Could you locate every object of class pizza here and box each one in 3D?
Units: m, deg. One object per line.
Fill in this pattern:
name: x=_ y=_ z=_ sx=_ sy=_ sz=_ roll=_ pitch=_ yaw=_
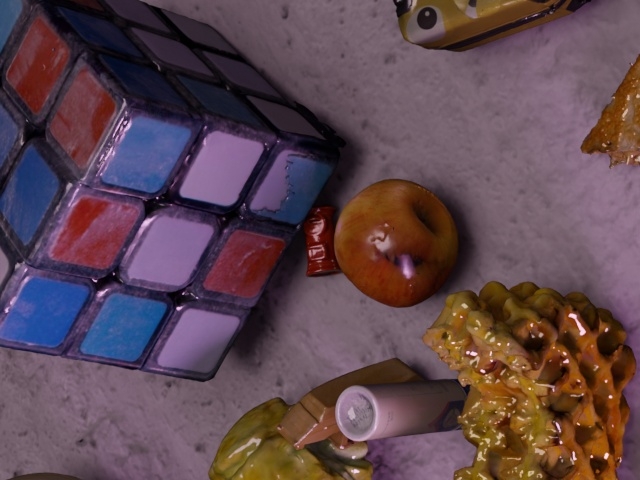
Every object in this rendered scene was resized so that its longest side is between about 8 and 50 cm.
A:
pizza: x=0.356 y=-0.134 z=1.842 sx=0.199 sy=0.062 sz=0.188 roll=-30 pitch=57 yaw=40

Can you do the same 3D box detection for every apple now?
apple: x=0.088 y=0.003 z=1.992 sx=0.146 sy=0.146 sz=0.146 roll=-2 pitch=87 yaw=39

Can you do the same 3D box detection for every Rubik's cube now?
Rubik's cube: x=-0.253 y=-0.077 z=2.108 sx=0.362 sy=0.363 sz=0.359 roll=49 pitch=117 yaw=39

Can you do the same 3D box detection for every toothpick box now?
toothpick box: x=0.000 y=0.000 z=2.124 sx=0.047 sy=0.047 sz=0.083 roll=-14 pitch=80 yaw=37

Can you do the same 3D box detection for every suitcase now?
suitcase: x=0.186 y=-0.317 z=1.929 sx=0.235 sy=0.143 sz=0.194 roll=-16 pitch=79 yaw=36

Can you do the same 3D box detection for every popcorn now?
popcorn: x=-0.037 y=0.293 z=2.049 sx=0.204 sy=0.184 sz=0.221 roll=-47 pitch=45 yaw=37

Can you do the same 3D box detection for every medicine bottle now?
medicine bottle: x=0.108 y=0.180 z=1.914 sx=0.059 sy=0.231 sz=0.059 roll=-1 pitch=88 yaw=39

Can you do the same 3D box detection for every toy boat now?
toy boat: x=0.037 y=0.190 z=1.999 sx=0.057 sy=0.200 sz=0.077 roll=41 pitch=132 yaw=34

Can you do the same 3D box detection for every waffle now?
waffle: x=0.204 y=0.206 z=1.820 sx=0.151 sy=0.261 sz=0.324 roll=11 pitch=92 yaw=46

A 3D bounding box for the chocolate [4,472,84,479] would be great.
chocolate: x=-0.347 y=0.446 z=2.242 sx=0.326 sy=0.297 sz=0.314 roll=17 pitch=106 yaw=20
